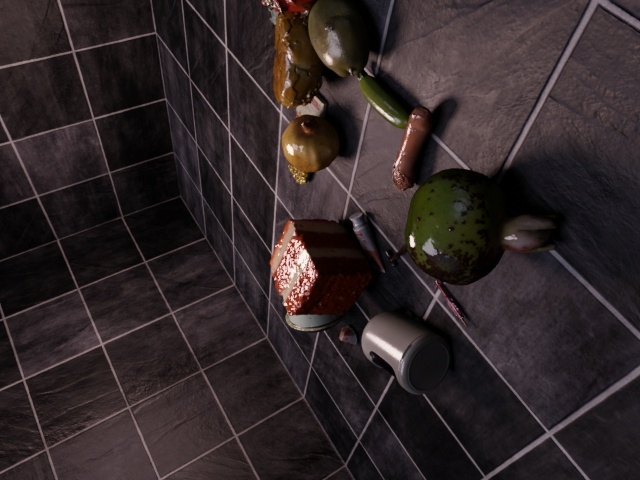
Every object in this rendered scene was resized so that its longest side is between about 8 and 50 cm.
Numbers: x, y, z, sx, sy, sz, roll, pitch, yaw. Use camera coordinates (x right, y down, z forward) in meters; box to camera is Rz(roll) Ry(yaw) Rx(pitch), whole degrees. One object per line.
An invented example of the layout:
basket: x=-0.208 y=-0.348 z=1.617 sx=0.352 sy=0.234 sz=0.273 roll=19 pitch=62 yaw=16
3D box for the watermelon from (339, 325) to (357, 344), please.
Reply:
watermelon: x=0.124 y=0.434 z=2.378 sx=0.092 sy=0.072 sz=0.084 roll=58 pitch=173 yaw=8

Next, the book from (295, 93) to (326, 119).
book: x=-0.039 y=-0.458 z=1.947 sx=0.162 sy=0.022 sz=0.232 roll=51 pitch=152 yaw=27

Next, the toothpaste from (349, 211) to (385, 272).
toothpaste: x=0.172 y=0.010 z=1.911 sx=0.089 sy=0.057 sz=0.234 roll=23 pitch=142 yaw=61

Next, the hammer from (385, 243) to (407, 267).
hammer: x=0.265 y=0.034 z=1.764 sx=0.065 sy=0.021 sz=0.178 roll=61 pitch=156 yaw=13

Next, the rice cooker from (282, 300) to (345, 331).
rice cooker: x=-0.030 y=0.254 z=2.302 sx=0.316 sy=0.264 sz=0.317 roll=11 pitch=118 yaw=21

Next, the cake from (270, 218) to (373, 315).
cake: x=-0.008 y=0.100 z=2.007 sx=0.270 sy=0.269 sz=0.320 roll=-60 pitch=43 yaw=34

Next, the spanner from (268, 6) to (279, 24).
spanner: x=-0.112 y=-0.785 z=1.801 sx=0.302 sy=0.017 sz=0.071 roll=25 pitch=134 yaw=57

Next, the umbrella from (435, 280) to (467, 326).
umbrella: x=0.402 y=0.191 z=1.619 sx=0.165 sy=0.025 sz=0.027 roll=59 pitch=175 yaw=22

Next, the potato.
potato: x=0.056 y=-0.568 z=1.488 sx=0.174 sy=0.159 sz=0.252 roll=55 pitch=-165 yaw=-70

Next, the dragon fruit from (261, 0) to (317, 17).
dragon fruit: x=-0.058 y=-0.760 z=1.485 sx=0.198 sy=0.200 sz=0.269 roll=54 pitch=155 yaw=0

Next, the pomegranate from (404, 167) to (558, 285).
pomegranate: x=0.374 y=-0.023 z=1.239 sx=0.340 sy=0.285 sz=0.285 roll=11 pitch=125 yaw=31

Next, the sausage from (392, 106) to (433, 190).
sausage: x=0.251 y=-0.250 z=1.459 sx=0.078 sy=0.078 sz=0.304 roll=52 pitch=154 yaw=30

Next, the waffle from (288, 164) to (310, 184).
waffle: x=-0.086 y=-0.316 z=2.144 sx=0.149 sy=0.051 sz=0.194 roll=59 pitch=160 yaw=17

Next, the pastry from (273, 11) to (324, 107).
pastry: x=-0.065 y=-0.583 z=1.706 sx=0.255 sy=0.161 sz=0.311 roll=-106 pitch=17 yaw=-52

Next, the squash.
squash: x=0.175 y=-0.397 z=1.501 sx=0.252 sy=0.066 sz=0.066 roll=54 pitch=154 yaw=29

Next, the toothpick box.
toothpick box: x=0.280 y=0.357 z=1.827 sx=0.316 sy=0.228 sz=0.229 roll=28 pitch=136 yaw=58

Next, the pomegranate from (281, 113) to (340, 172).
pomegranate: x=-0.034 y=-0.338 z=1.842 sx=0.207 sy=0.207 sz=0.207 roll=46 pitch=150 yaw=38
